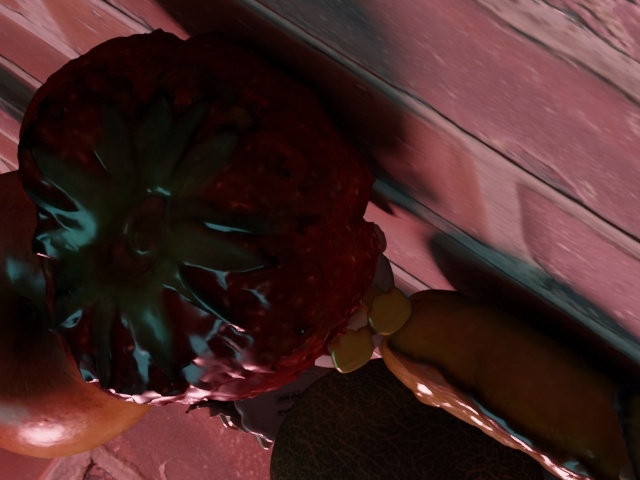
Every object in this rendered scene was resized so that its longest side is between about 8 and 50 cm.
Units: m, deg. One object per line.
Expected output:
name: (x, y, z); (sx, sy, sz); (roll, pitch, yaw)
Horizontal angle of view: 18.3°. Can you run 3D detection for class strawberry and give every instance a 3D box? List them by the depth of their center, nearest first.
strawberry: (-0.071, -0.018, 1.334); (0.239, 0.250, 0.288); (-2, -178, 18)

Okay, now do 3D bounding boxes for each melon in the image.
melon: (0.079, 0.230, 1.896); (0.237, 0.237, 0.302); (42, 171, -32)

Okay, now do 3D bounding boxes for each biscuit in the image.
biscuit: (0.161, 0.117, 1.498); (0.274, 0.091, 0.213); (33, 173, 31)

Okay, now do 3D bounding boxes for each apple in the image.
apple: (-0.301, 0.077, 2.276); (0.338, 0.338, 0.305); (35, -170, 10)

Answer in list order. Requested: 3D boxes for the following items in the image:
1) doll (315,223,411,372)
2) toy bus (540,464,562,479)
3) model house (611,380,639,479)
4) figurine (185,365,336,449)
doll: (-0.025, 0.019, 1.530); (0.119, 0.138, 0.293); (55, 171, -30)
toy bus: (0.222, 0.339, 2.183); (0.312, 0.152, 0.190); (43, 167, -34)
model house: (0.257, 0.179, 1.221); (0.211, 0.170, 0.194); (31, 171, 33)
figurine: (-0.078, 0.165, 2.339); (0.387, 0.207, 0.166); (-170, 66, -77)
